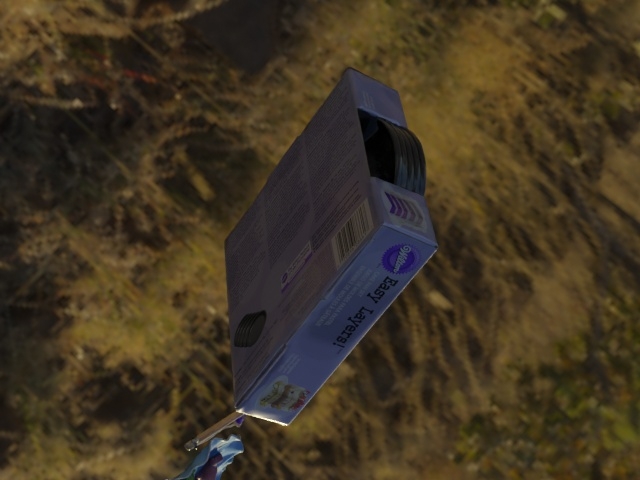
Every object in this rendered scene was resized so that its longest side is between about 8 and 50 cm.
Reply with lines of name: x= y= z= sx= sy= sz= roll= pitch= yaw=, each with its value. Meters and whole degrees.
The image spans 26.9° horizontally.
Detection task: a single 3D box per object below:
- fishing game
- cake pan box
fishing game: x=-0.142 y=0.273 z=1.376 sx=0.189 sy=0.041 sz=0.264 roll=-25 pitch=152 yaw=-54
cake pan box: x=0.000 y=0.000 z=1.264 sx=0.070 sy=0.246 sz=0.267 roll=21 pitch=123 yaw=-25
